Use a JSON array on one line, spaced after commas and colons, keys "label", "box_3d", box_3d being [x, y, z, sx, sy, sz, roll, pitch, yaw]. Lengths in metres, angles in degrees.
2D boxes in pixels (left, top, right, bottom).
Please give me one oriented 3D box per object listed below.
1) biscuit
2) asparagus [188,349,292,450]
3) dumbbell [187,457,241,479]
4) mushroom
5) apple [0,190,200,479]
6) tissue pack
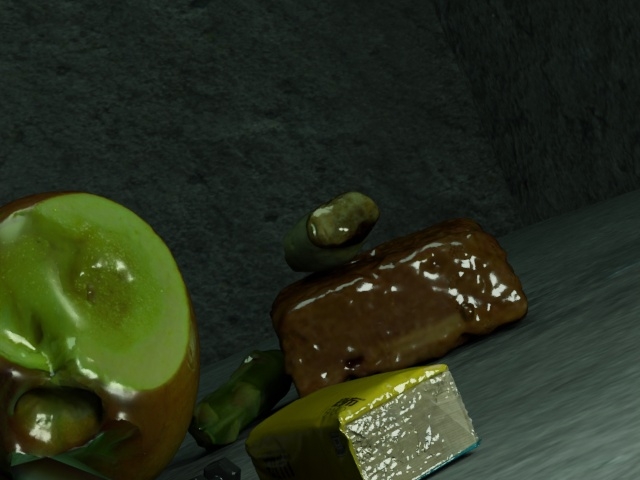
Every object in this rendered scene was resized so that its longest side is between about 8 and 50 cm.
[{"label": "biscuit", "box_3d": [0.102, 0.089, 1.937, 0.343, 0.166, 0.395, -24, 1, -1]}, {"label": "asparagus", "box_3d": [-0.115, 0.224, 1.871, 0.085, 0.082, 0.343, -42, -2, 21]}, {"label": "dumbbell", "box_3d": [-0.108, 0.242, 1.339, 0.036, 0.040, 0.083, -57, -11, 18]}, {"label": "mushroom", "box_3d": [-0.003, 0.001, 1.925, 0.107, 0.087, 0.333, -23, -1, -17]}, {"label": "apple", "box_3d": [-0.323, 0.143, 1.666, 0.374, 0.384, 0.374, -10, 31, 6]}, {"label": "tissue pack", "box_3d": [0.029, 0.160, 1.110, 0.120, 0.082, 0.169, -24, 1, -31]}]
